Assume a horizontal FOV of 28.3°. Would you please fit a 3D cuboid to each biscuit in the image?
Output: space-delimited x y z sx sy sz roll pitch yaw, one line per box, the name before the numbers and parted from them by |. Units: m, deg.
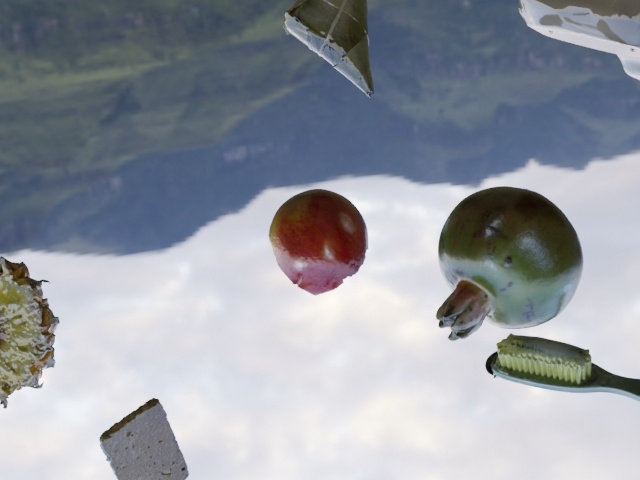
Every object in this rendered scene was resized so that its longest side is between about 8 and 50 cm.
biscuit | -0.317 0.389 2.297 0.131 0.237 0.026 -33 -132 -19

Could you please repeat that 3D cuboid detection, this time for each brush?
brush | 0.353 0.166 1.658 0.296 0.060 0.068 10 -140 28

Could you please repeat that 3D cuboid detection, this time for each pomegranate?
pomegranate | 0.211 0.037 1.523 0.209 0.180 0.180 -44 -150 -21

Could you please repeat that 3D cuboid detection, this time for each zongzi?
zongzi | 0.054 -0.320 1.841 0.160 0.176 0.078 -51 172 -8

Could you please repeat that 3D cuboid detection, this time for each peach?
peach | -0.003 -0.003 1.749 0.151 0.151 0.118 -10 176 -10

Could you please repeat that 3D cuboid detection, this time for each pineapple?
pineapple | -0.432 0.118 1.628 0.221 0.221 0.047 -4 -174 13

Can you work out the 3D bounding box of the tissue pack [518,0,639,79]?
tissue pack | 0.435 -0.328 1.512 0.387 0.277 0.267 15 -176 -42
